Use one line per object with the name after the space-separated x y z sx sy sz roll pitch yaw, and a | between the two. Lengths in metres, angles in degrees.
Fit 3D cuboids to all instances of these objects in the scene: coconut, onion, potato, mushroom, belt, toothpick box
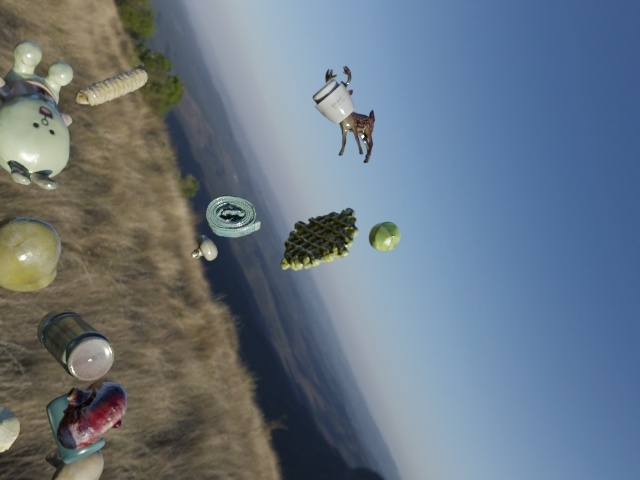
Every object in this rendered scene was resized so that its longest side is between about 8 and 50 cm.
0.180 -0.011 1.687 0.096 0.087 0.088 13 -53 66 | coconut
-0.559 0.429 1.515 0.206 0.098 0.151 -55 135 -45 | onion
-0.761 0.039 1.556 0.235 0.177 0.160 98 -11 -47 | potato
-0.360 0.029 1.856 0.085 0.079 0.085 55 -9 14 | mushroom
-0.894 0.817 2.181 0.204 0.204 0.204 157 -90 -86 | mushroom
-0.303 -0.084 2.052 0.082 0.163 0.148 118 -51 -73 | belt
-0.834 0.487 1.548 0.122 0.116 0.116 -45 -117 47 | coconut
-0.716 0.536 1.753 0.184 0.120 0.120 60 -5 13 | toothpick box

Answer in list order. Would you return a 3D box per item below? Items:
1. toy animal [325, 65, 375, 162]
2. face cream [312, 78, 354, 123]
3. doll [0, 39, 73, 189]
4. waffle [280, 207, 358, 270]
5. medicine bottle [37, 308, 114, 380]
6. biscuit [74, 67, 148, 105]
0.091 -0.380 1.853 0.243 0.087 0.260 12 72 -63 | toy animal
0.034 -0.352 1.539 0.095 0.091 0.091 49 0 -13 | face cream
-0.487 -0.195 1.020 0.155 0.113 0.275 24 52 -49 | doll
0.001 0.003 1.633 0.054 0.223 0.204 62 26 -31 | waffle
-0.794 0.334 1.959 0.322 0.151 0.151 16 -45 49 | medicine bottle
-0.545 -0.405 1.601 0.219 0.061 0.055 -42 118 -47 | biscuit
